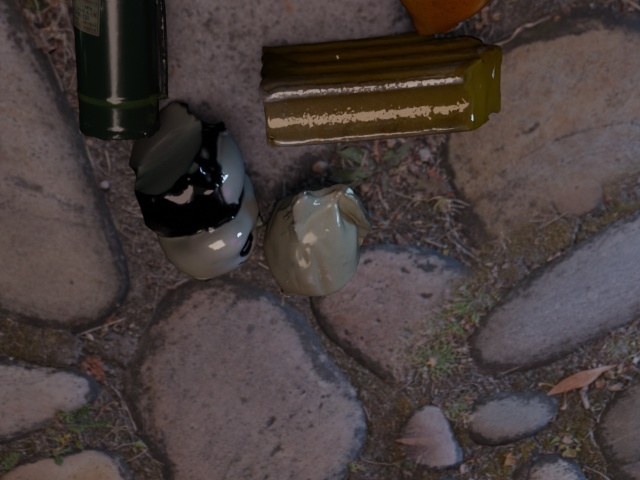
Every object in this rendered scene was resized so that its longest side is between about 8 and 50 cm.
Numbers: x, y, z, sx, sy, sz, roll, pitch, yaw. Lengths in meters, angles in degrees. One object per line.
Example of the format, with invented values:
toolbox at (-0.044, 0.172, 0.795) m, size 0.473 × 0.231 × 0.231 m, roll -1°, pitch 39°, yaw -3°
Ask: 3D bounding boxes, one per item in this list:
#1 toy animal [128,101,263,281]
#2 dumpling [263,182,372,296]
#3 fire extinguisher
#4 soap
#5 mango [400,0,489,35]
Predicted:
toy animal at (-0.135, -0.049, 0.927) m, size 0.138 × 0.166 × 0.179 m, roll -11°, pitch 132°, yaw 18°
dumpling at (0.000, 0.000, 0.979) m, size 0.136 × 0.118 × 0.199 m, roll -13°, pitch 147°, yaw -13°
fire extinguisher at (-0.212, -0.257, 0.834) m, size 0.118 × 0.093 × 0.295 m, roll 23°, pitch 122°, yaw 31°
soap at (0.066, -0.168, 0.861) m, size 0.257 × 0.160 × 0.080 m, roll -4°, pitch 120°, yaw -1°
mango at (0.099, -0.330, 0.789) m, size 0.126 × 0.154 × 0.252 m, roll -31°, pitch 130°, yaw 4°
